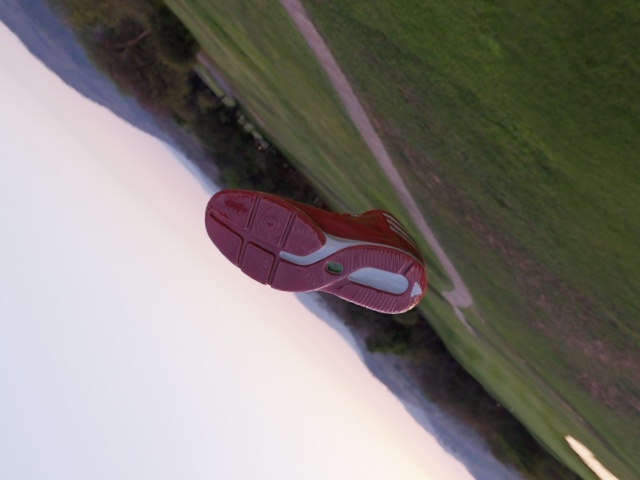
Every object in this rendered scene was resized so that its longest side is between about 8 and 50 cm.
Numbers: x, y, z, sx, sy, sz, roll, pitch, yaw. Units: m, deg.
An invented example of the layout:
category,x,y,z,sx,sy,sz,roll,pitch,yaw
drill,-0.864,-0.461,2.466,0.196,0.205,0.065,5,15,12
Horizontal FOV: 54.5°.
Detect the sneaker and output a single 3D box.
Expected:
category,x,y,z,sx,sy,sz,roll,pitch,yaw
sneaker,0.000,0.000,0.631,0.221,0.087,0.128,24,-162,3
